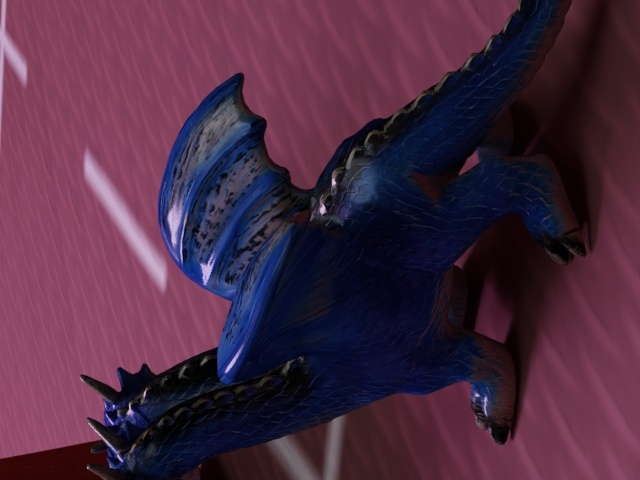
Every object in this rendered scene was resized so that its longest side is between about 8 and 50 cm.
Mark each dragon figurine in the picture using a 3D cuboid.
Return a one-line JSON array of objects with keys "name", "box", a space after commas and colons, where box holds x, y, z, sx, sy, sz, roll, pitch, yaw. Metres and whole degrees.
[{"name": "dragon figurine", "box": [0.000, 0.000, 0.643, 0.085, 0.144, 0.289, -113, 29, -43]}]

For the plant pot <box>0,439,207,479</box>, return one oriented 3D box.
[{"name": "plant pot", "box": [-0.137, 0.276, 0.909, 0.236, 0.267, 0.267, 36, 126, 50]}]
